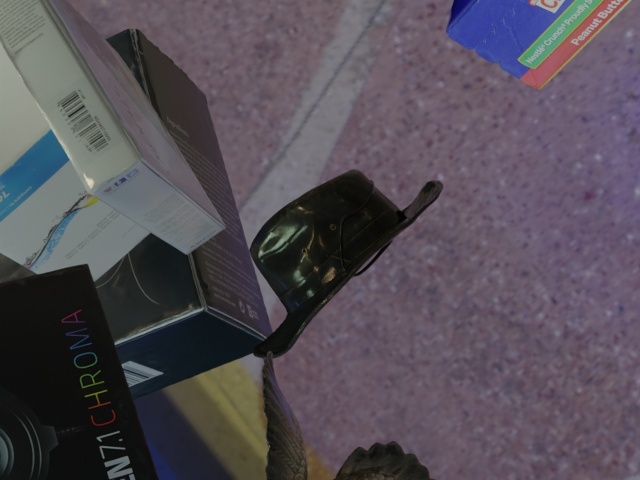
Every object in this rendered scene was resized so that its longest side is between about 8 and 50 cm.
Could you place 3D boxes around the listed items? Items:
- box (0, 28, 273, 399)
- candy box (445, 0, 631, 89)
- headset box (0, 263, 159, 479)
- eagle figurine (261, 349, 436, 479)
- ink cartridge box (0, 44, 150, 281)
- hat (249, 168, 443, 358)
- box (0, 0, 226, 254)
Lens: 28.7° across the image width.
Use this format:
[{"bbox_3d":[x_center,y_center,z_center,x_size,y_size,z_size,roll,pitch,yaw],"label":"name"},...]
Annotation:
[{"bbox_3d":[-0.386,0.006,1.961,0.479,0.297,0.472,-22,70,12],"label":"box"},{"bbox_3d":[0.251,-0.344,1.147,0.122,0.317,0.268,28,145,-13],"label":"candy box"},{"bbox_3d":[-0.239,0.170,0.718,0.131,0.283,0.246,99,153,-51],"label":"headset box"},{"bbox_3d":[-0.021,0.278,1.184,0.225,0.298,0.226,24,159,19],"label":"eagle figurine"},{"bbox_3d":[-0.339,-0.099,1.525,0.198,0.197,0.270,51,-176,32],"label":"ink cartridge box"},{"bbox_3d":[0.000,0.000,1.622,0.134,0.331,0.331,46,142,-4],"label":"hat"},{"bbox_3d":[-0.197,-0.118,1.150,0.232,0.058,0.322,58,180,12],"label":"box"}]
